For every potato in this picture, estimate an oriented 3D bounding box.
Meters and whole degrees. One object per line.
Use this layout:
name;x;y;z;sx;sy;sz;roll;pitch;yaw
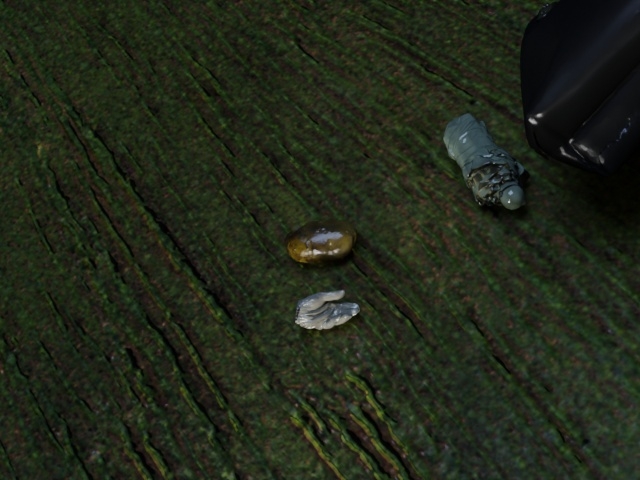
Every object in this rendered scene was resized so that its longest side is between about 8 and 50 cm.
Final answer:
potato;0.000;0.000;1.903;0.083;0.040;0.051;-9;55;19

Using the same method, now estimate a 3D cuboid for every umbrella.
umbrella;0.180;-0.081;1.880;0.067;0.062;0.143;-10;41;-24

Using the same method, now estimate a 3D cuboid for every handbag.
handbag;0.325;-0.238;1.752;0.342;0.152;0.288;-45;21;18

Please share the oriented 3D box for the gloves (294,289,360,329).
gloves;0.001;0.073;1.844;0.081;0.037;0.044;4;91;9
